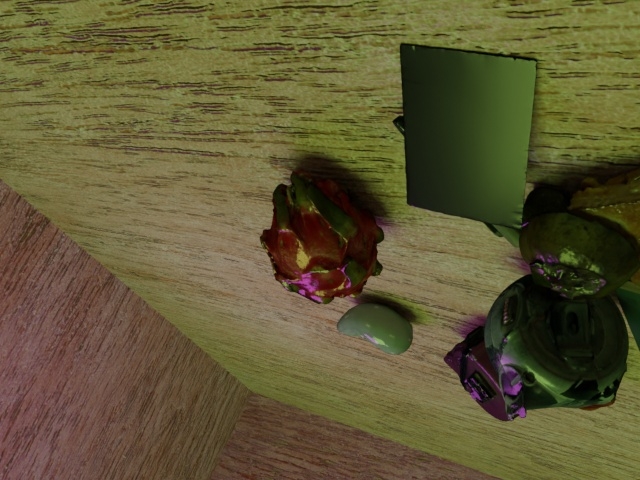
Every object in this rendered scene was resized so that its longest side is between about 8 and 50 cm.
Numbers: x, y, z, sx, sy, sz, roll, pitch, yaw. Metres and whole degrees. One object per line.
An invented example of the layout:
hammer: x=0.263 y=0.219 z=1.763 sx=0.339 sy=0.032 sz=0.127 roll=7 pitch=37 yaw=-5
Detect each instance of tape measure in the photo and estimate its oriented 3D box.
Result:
tape measure: x=0.426 y=0.333 z=1.737 sx=0.231 sy=0.149 sz=0.245 roll=54 pitch=164 yaw=20
tape measure: x=0.448 y=0.189 z=1.322 sx=0.256 sy=0.275 sz=0.147 roll=-2 pitch=156 yaw=-13

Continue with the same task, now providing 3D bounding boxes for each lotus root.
lotus root: x=0.392 y=0.039 z=1.094 sx=0.183 sy=0.078 sz=0.203 roll=25 pitch=162 yaw=15

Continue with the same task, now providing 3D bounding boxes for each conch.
conch: x=0.154 y=0.238 z=1.923 sx=0.221 sy=0.121 sz=0.185 roll=19 pitch=161 yaw=34

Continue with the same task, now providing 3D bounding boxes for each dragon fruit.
dragon fruit: x=0.001 y=-0.008 z=1.440 sx=0.231 sy=0.237 sz=0.302 roll=-16 pitch=126 yaw=28

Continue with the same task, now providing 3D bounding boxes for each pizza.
pizza: x=0.542 y=-0.018 z=1.027 sx=0.258 sy=0.087 sz=0.268 roll=-5 pitch=143 yaw=49

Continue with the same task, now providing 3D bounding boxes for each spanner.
spanner: x=0.234 y=-0.100 z=1.185 sx=0.325 sy=0.040 sz=0.095 roll=41 pitch=-178 yaw=-25

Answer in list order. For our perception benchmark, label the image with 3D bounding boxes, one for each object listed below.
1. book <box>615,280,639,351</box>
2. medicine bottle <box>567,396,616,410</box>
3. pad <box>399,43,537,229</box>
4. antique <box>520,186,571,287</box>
book: x=0.722 y=0.212 z=1.335 sx=0.264 sy=0.031 sz=0.379 roll=19 pitch=158 yaw=43
medicine bottle: x=0.598 y=0.324 z=1.616 sx=0.149 sy=0.112 sz=0.222 roll=-9 pitch=154 yaw=28
pad: x=0.218 y=-0.150 z=1.065 sx=0.202 sy=0.005 sz=0.299 roll=15 pitch=136 yaw=26
antique: x=0.403 y=-0.001 z=1.209 sx=0.080 sy=0.081 sz=0.221 roll=11 pitch=153 yaw=31
